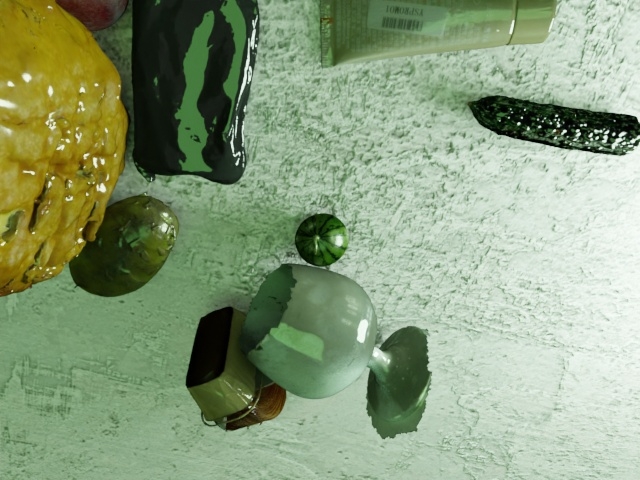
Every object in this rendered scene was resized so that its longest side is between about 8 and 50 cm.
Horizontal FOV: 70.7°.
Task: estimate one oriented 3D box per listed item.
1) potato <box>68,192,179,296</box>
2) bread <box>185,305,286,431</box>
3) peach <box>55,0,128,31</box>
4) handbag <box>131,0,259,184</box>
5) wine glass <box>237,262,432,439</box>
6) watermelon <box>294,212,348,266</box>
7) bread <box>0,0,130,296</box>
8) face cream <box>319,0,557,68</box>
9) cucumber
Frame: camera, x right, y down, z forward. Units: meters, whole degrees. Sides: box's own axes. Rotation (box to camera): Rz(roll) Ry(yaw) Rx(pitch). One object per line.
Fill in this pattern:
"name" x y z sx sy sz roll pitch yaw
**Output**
"potato" -0.358 0.018 0.812 0.251 0.113 0.149 -36 107 14
"bread" -0.147 0.247 0.855 0.142 0.224 0.212 -25 126 17
"peach" -0.343 -0.376 0.637 0.151 0.152 0.152 0 113 0
"handbag" -0.204 -0.244 0.723 0.191 0.075 0.333 9 114 -3
"wine glass" 0.029 0.188 0.813 0.322 0.238 0.238 29 110 -19
"watermelon" 0.001 -0.003 0.809 0.108 0.109 0.109 0 113 0
"bread" -0.423 -0.126 0.600 0.215 0.398 0.399 18 112 3
"face cream" 0.167 -0.340 0.688 0.340 0.084 0.138 2 111 8
"cucumber" 0.382 -0.194 0.748 0.299 0.072 0.072 8 113 -4
